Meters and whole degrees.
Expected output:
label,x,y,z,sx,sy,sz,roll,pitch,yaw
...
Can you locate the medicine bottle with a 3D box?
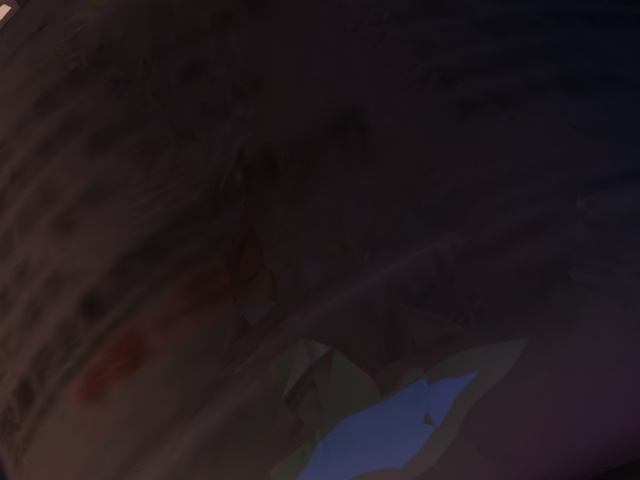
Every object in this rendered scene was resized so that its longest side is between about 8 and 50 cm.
label,x,y,z,sx,sy,sz,roll,pitch,yaw
medicine bottle,0.000,0.000,0.506,0.241,0.241,0.302,-37,52,8
